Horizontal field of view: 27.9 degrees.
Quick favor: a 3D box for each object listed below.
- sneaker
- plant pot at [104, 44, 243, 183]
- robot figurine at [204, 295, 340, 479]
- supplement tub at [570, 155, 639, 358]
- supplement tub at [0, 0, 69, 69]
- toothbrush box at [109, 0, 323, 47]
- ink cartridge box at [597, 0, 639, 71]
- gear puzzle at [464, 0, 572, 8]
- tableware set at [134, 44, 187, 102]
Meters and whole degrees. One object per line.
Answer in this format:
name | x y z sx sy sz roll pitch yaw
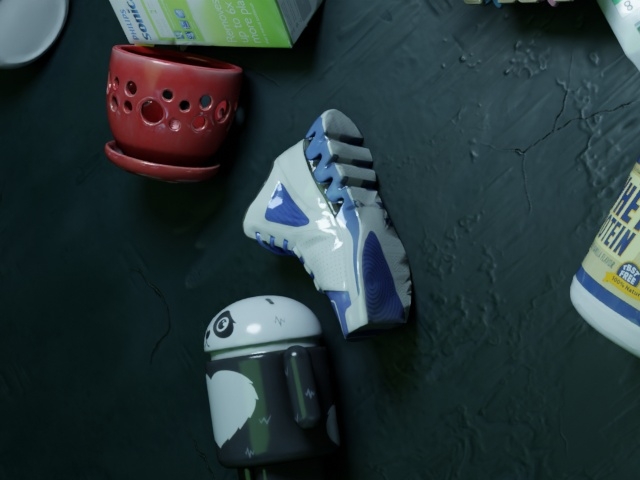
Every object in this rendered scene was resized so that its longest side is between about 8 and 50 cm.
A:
sneaker | 0.000 -0.001 1.756 0.182 0.127 0.315 -27 68 32
plant pot | -0.218 -0.183 1.854 0.191 0.191 0.174 20 107 31
robot figurine | -0.069 0.214 1.749 0.209 0.174 0.278 -10 83 24
supplement tub | 0.439 -0.019 1.407 0.228 0.228 0.316 33 105 29
supplement tub | -0.554 -0.412 2.065 0.272 0.191 0.191 36 107 28
toothbrush box | -0.165 -0.386 1.792 0.283 0.206 0.122 8 49 29
ink cartridge box | 0.454 -0.242 1.510 0.181 0.056 0.224 -33 70 27
gear puzzle | 0.261 -0.450 1.562 0.176 0.044 0.338 6 91 41
tableware set | -0.261 -0.291 1.976 0.104 0.024 0.154 37 108 28
